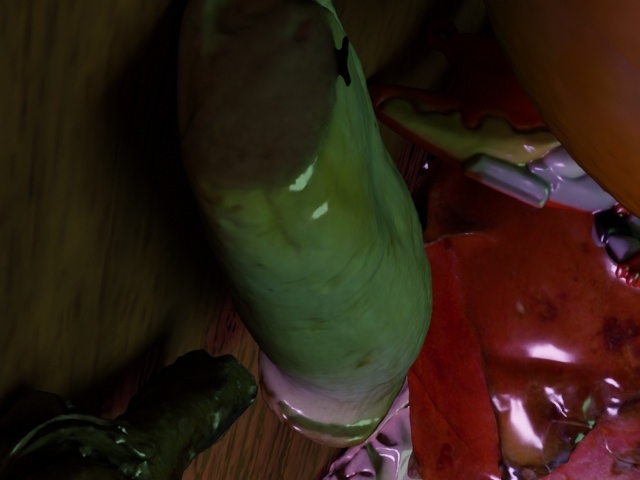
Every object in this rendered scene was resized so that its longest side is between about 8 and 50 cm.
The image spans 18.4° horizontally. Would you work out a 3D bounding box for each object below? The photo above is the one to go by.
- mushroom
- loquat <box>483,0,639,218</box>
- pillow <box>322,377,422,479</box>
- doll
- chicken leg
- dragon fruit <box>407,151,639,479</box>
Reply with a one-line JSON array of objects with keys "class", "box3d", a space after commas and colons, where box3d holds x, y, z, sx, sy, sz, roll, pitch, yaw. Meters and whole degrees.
[{"class": "mushroom", "box3d": [0.000, 0.000, 0.765, 0.312, 0.081, 0.100, 74, 10, -69]}, {"class": "loquat", "box3d": [0.210, -0.136, 0.733, 0.328, 0.328, 0.328, -50, 163, -22]}, {"class": "pillow", "box3d": [0.097, 0.127, 1.259, 0.270, 0.067, 0.173, -52, 133, -12]}, {"class": "doll", "box3d": [0.111, -0.040, 0.880, 0.109, 0.169, 0.057, -47, -179, -32]}, {"class": "chicken leg", "box3d": [-0.089, 0.100, 0.746, 0.196, 0.080, 0.125, -55, 176, -34]}, {"class": "dragon fruit", "box3d": [0.157, 0.033, 1.022, 0.250, 0.250, 0.315, -34, 111, -54]}]
